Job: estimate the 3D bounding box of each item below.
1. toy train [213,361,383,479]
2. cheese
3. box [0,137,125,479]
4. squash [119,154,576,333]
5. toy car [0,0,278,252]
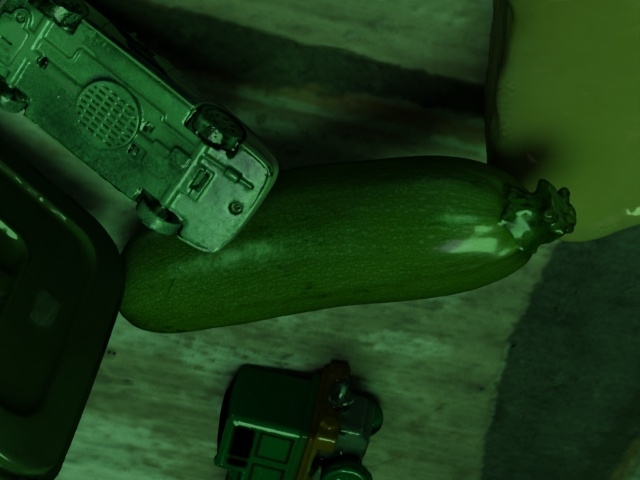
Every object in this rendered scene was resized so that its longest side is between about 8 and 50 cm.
[{"bbox_3d":[-0.026,0.185,1.604,0.136,0.091,0.228,16,131,-3],"label":"toy train"},{"bbox_3d":[0.288,-0.165,1.289,0.384,0.104,0.384,-2,132,-2],"label":"cheese"},{"bbox_3d":[-0.315,0.028,1.326,0.328,0.253,0.178,41,128,-22],"label":"box"},{"bbox_3d":[0.000,0.000,1.372,0.395,0.107,0.107,-9,136,36],"label":"squash"},{"bbox_3d":[-0.131,-0.090,1.329,0.224,0.076,0.090,38,115,4],"label":"toy car"}]
